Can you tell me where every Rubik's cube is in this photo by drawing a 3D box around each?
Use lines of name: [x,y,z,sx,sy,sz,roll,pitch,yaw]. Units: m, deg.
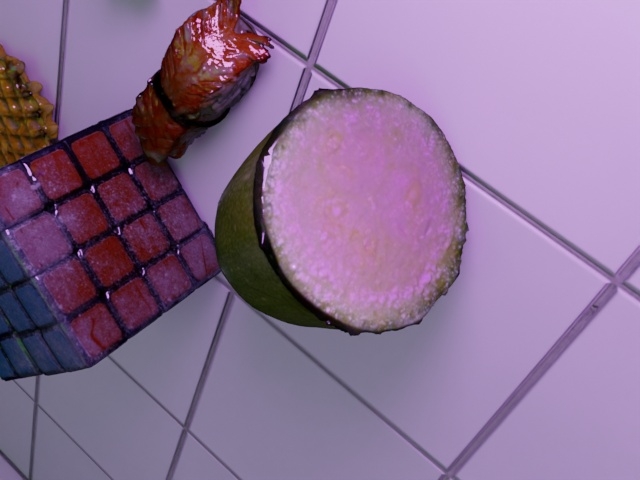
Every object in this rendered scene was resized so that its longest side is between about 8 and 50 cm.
Rubik's cube: [-0.442,0.017,1.325,0.337,0.344,0.344,-19,102,45]

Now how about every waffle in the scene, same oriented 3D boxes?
waffle: [-0.647,-0.254,1.534,0.329,0.062,0.329,21,128,28]

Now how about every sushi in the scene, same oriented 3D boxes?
sushi: [-0.192,-0.231,1.128,0.124,0.130,0.332,50,142,-3]

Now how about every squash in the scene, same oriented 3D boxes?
squash: [-0.008,-0.028,1.019,0.309,0.310,0.310,-7,111,61]
